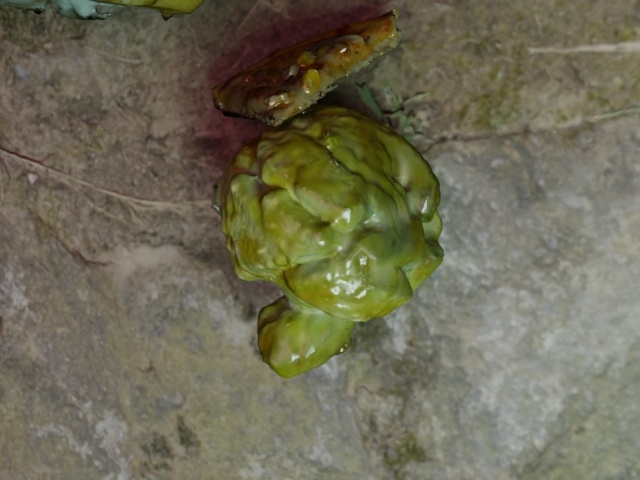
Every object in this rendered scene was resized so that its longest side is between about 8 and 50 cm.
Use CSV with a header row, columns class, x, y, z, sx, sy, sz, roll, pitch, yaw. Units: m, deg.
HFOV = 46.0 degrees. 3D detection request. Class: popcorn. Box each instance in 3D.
class,x,y,z,sx,sy,sz,roll,pitch,yaw
popcorn,0.000,0.000,0.605,0.198,0.198,0.212,17,106,18

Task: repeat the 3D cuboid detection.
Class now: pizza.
class,x,y,z,sx,sy,sz,roll,pitch,yaw
pizza,-0.032,-0.131,0.621,0.185,0.176,0.036,-15,114,28

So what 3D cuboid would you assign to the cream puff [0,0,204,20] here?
class,x,y,z,sx,sy,sz,roll,pitch,yaw
cream puff,-0.245,-0.329,0.631,0.323,0.274,0.269,5,102,17
